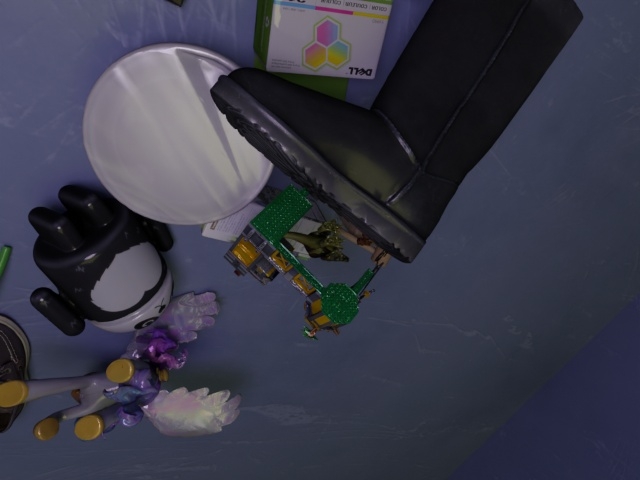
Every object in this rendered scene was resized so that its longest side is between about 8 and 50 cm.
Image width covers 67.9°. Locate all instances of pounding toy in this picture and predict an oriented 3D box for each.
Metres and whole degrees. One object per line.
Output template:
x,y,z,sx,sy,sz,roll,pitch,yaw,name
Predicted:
0.105,-0.044,0.945,0.180,0.206,0.094,15,119,-32,pounding toy

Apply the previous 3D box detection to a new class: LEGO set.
0.000,0.000,0.805,0.254,0.331,0.192,38,150,-8,LEGO set

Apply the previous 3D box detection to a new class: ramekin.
-0.205,-0.168,0.733,0.272,0.127,0.273,-4,120,-7,ramekin

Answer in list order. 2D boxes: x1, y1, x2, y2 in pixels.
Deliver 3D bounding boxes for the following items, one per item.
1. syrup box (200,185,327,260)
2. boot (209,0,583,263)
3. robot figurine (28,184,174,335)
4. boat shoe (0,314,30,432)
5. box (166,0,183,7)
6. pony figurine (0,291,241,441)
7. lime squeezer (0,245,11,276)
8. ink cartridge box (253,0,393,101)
-0.112,-0.046,0.924,0.236,0.093,0.096,14,120,-32,syrup box
0.121,-0.248,0.661,0.367,0.146,0.445,38,87,-22,boot
-0.369,0.040,0.826,0.208,0.174,0.278,-21,132,-3,robot figurine
-0.642,0.271,0.946,0.102,0.092,0.286,1,125,-22,boat shoe
-0.214,-0.415,0.628,0.115,0.029,0.162,15,118,-32,box
-0.362,0.272,0.935,0.350,0.303,0.363,-12,173,-1,pony figurine
-0.648,0.136,0.844,0.310,0.110,0.059,-33,161,4,lime squeezer
-0.010,-0.285,0.776,0.188,0.097,0.256,-3,127,-21,ink cartridge box
